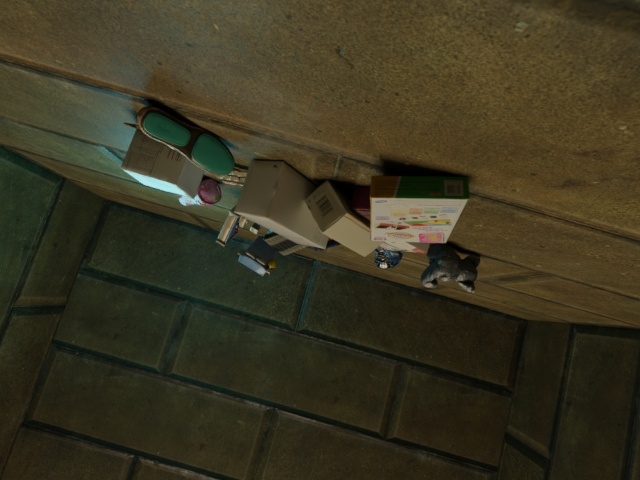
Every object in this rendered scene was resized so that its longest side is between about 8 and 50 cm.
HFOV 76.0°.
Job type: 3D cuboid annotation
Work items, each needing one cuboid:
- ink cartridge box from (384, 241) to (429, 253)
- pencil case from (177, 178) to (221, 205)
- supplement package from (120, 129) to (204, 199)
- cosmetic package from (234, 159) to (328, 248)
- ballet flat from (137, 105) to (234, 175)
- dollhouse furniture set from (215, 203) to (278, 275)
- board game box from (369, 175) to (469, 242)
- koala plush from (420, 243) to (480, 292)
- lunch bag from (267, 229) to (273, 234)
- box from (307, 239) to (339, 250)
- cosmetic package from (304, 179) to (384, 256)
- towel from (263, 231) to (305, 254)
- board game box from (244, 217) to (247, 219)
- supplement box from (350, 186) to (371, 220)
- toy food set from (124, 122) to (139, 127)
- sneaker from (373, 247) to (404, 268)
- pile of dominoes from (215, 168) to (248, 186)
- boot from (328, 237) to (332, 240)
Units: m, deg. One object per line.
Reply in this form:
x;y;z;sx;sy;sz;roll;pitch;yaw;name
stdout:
0.310;-0.017;1.653;0.158;0.092;0.217;23;171;-37;ink cartridge box
-0.560;-0.220;1.884;0.124;0.124;0.284;22;170;-36;pencil case
-0.551;-0.264;1.465;0.203;0.150;0.194;16;171;4;supplement package
-0.103;-0.117;1.438;0.155;0.197;0.365;11;168;36;cosmetic package
-0.391;-0.298;1.208;0.316;0.108;0.106;33;-178;-45;ballet flat
-0.283;-0.036;1.943;0.303;0.286;0.198;34;125;-2;dollhouse furniture set
0.259;-0.077;1.152;0.242;0.064;0.316;2;160;7;board game box
0.580;0.125;1.765;0.221;0.196;0.203;21;161;-5;koala plush
-0.141;-0.052;2.123;0.278;0.108;0.224;12;172;-10;lunch bag
0.047;0.018;2.159;0.225;0.037;0.136;-14;176;-9;box
0.093;-0.068;1.432;0.309;0.113;0.160;26;-150;-54;cosmetic package
-0.074;-0.038;1.863;0.324;0.056;0.312;-22;162;6;towel
-0.209;-0.113;1.866;0.259;0.124;0.039;22;-179;-30;board game box
0.199;-0.105;1.337;0.104;0.081;0.188;6;167;45;supplement box
-0.496;-0.331;1.276;0.191;0.039;0.132;26;-172;-15;toy food set
0.312;0.056;1.922;0.129;0.147;0.330;10;169;34;sneaker
-0.268;-0.242;1.540;0.250;0.040;0.196;8;171;-5;pile of dominoes
0.000;0.000;2.335;0.157;0.085;0.059;17;170;-19;boot
